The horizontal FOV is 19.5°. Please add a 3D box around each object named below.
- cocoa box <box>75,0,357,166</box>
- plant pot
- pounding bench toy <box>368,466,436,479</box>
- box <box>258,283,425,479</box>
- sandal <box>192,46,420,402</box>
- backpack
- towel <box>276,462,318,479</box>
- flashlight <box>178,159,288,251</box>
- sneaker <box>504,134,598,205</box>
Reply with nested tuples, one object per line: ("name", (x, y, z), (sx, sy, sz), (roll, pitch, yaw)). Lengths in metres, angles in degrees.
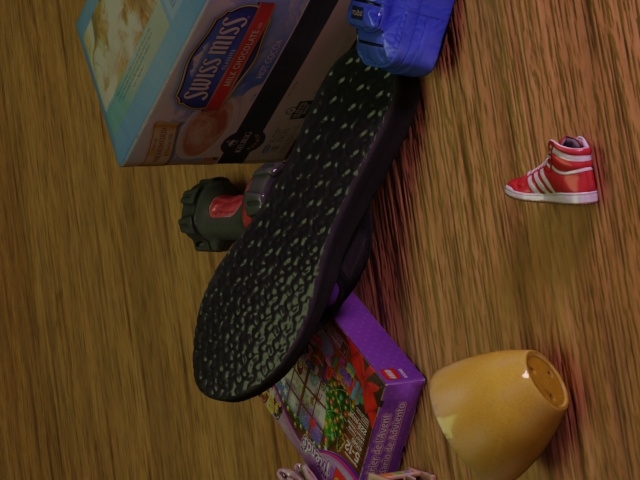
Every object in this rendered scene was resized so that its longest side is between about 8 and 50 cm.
("cocoa box", (-0.117, -0.274, 2.202), (0.347, 0.228, 0.231), (-55, 47, 49))
("plant pot", (0.188, 0.161, 1.836), (0.095, 0.134, 0.134), (-36, 59, 27))
("pounding bench toy", (0.088, 0.301, 2.078), (0.052, 0.065, 0.083), (9, 102, 60))
("box", (0.010, 0.163, 2.209), (0.293, 0.057, 0.201), (50, 136, 46))
("sandal", (0.002, 0.000, 2.103), (0.167, 0.107, 0.445), (41, 106, 46))
("backpack", (0.080, -0.237, 1.976), (0.098, 0.101, 0.120), (-151, 70, -65))
("towel", (0.016, 0.411, 2.192), (0.187, 0.049, 0.282), (45, 147, 52))
("flashlight", (-0.091, -0.047, 2.330), (0.103, 0.103, 0.304), (53, 161, -16))
("sneaker", (0.223, -0.070, 1.806), (0.118, 0.042, 0.067), (6, 104, 53))
